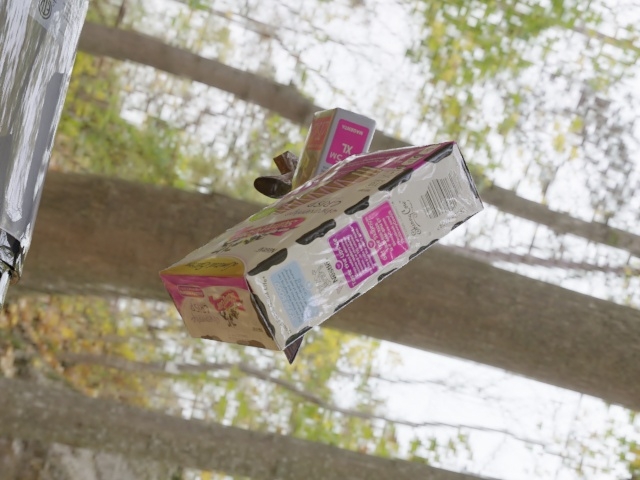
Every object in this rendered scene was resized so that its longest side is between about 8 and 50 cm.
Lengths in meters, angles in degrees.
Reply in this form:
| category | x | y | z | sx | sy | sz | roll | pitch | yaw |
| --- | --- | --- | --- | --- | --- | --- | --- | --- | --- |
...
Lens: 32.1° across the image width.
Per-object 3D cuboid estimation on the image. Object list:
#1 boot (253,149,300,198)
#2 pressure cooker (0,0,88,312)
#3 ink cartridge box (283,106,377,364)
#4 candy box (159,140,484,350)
| category | x | y | z | sx | sy | sz | roll | pitch | yaw |
| --- | --- | --- | --- | --- | --- | --- | --- | --- | --- |
| boot | -0.067 | -0.112 | 1.804 | 0.114 | 0.106 | 0.037 | -109 | -143 | -51 |
| pressure cooker | -0.403 | -0.095 | 0.907 | 0.375 | 0.370 | 0.420 | -6 | -110 | 49 |
| ink cartridge box | -0.019 | -0.011 | 1.398 | 0.186 | 0.065 | 0.311 | -151 | -103 | -81 |
| candy box | 0.000 | 0.000 | 0.944 | 0.233 | 0.071 | 0.159 | -34 | -163 | -29 |
